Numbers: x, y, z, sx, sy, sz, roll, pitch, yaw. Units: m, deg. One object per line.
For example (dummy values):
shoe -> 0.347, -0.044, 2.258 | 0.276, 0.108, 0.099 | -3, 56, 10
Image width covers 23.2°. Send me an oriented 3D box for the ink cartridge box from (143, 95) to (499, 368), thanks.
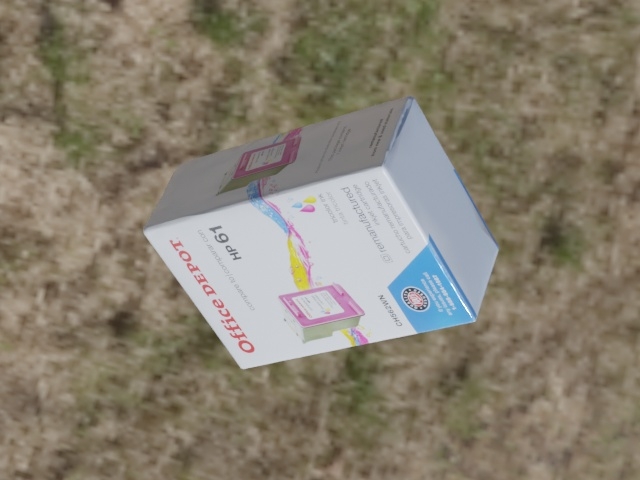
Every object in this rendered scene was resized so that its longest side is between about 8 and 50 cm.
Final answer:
ink cartridge box -> 0.000, 0.000, 0.665 | 0.088, 0.122, 0.052 | 57, 37, -29
